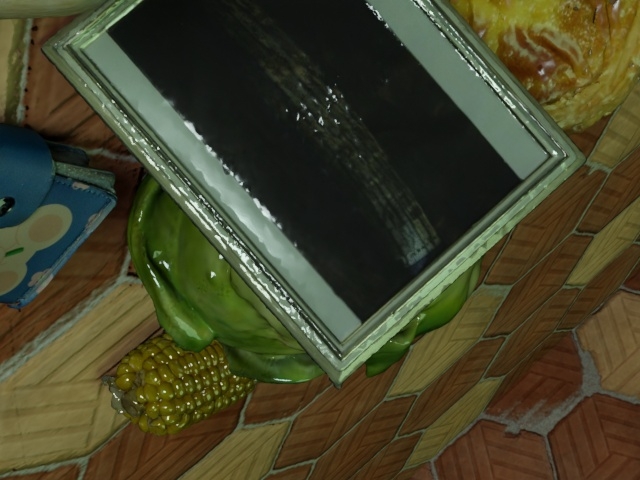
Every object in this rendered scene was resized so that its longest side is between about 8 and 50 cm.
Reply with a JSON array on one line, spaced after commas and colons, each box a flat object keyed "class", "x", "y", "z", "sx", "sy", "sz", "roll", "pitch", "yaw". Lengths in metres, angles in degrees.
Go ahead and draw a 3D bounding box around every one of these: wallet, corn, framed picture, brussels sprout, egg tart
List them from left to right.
[{"class": "wallet", "x": -0.236, "y": -0.019, "z": 0.693, "sx": 0.141, "sy": 0.059, "sz": 0.202, "roll": -45, "pitch": 155, "yaw": 16}, {"class": "corn", "x": -0.073, "y": 0.100, "z": 1.105, "sx": 0.313, "sy": 0.102, "sz": 0.102, "roll": -29, "pitch": 152, "yaw": -36}, {"class": "brussels sprout", "x": -0.002, "y": -0.002, "z": 0.849, "sx": 0.294, "sy": 0.227, "sz": 0.259, "roll": -5, "pitch": 175, "yaw": -43}, {"class": "framed picture", "x": 0.000, "y": -0.088, "z": 0.695, "sx": 0.231, "sy": 0.293, "sz": 0.018, "roll": -42, "pitch": -178, "yaw": -8}, {"class": "egg tart", "x": 0.163, "y": -0.219, "z": 0.876, "sx": 0.297, "sy": 0.132, "sz": 0.297, "roll": -4, "pitch": 100, "yaw": -22}]

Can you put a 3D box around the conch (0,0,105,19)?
[{"class": "conch", "x": -0.195, "y": -0.155, "z": 0.443, "sx": 0.255, "sy": 0.158, "sz": 0.127, "roll": -7, "pitch": 111, "yaw": -20}]
